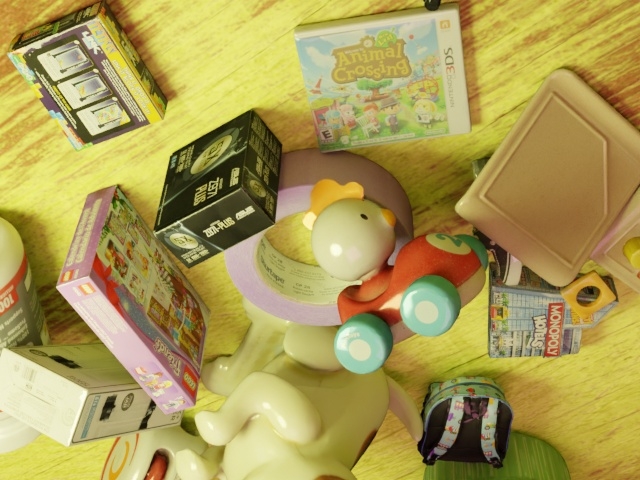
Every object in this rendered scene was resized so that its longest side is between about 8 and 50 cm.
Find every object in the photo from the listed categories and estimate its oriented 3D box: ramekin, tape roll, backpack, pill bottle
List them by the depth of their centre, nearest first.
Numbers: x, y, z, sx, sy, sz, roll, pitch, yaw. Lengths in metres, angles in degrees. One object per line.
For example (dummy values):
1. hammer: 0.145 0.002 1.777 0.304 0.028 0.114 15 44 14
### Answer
1. tape roll: 0.000 0.000 1.495 0.275 0.090 0.275 1 132 2
2. pill bottle: -0.527 0.150 1.568 0.210 0.210 0.363 0 132 3
3. backpack: 0.245 0.293 1.723 0.158 0.117 0.173 2 132 1
4. ramekin: 0.326 0.486 1.869 0.303 0.148 0.303 1 131 1

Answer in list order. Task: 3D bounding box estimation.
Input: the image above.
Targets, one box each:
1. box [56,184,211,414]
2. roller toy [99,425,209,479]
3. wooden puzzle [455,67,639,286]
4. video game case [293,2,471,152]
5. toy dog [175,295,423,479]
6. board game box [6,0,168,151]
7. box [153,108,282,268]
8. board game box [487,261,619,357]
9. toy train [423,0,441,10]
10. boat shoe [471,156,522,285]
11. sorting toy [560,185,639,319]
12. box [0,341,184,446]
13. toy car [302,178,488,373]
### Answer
1. box: -0.266 0.089 1.510 0.057 0.201 0.293 -18 128 17
2. roller toy: -0.289 0.412 1.796 0.146 0.209 0.191 28 121 -21
3. wooden puzzle: 0.324 -0.083 1.395 0.221 0.044 0.239 34 95 -25
4. video game case: 0.086 -0.210 1.349 0.212 0.023 0.193 -7 131 8
5. toy dog: -0.034 0.341 1.584 0.395 0.408 0.284 27 128 -20
6. board game box: -0.304 -0.214 1.346 0.141 0.048 0.170 -18 128 15
7. box: -0.135 -0.071 1.376 0.147 0.180 0.077 -25 126 23
8. board game box: 0.362 0.118 1.603 0.194 0.060 0.194 -3 131 6
9. toy train: 0.147 -0.346 1.218 0.027 0.036 0.158 7 131 -3
10. boat shoe: 0.253 -0.028 1.474 0.070 0.078 0.219 -6 123 7
11. sorting toy: 0.505 0.008 1.464 0.196 0.047 0.348 33 114 -21
12. box: -0.340 0.226 1.558 0.169 0.290 0.087 21 96 23
13. toy car: 0.078 0.012 1.349 0.210 0.219 0.238 -32 94 26
